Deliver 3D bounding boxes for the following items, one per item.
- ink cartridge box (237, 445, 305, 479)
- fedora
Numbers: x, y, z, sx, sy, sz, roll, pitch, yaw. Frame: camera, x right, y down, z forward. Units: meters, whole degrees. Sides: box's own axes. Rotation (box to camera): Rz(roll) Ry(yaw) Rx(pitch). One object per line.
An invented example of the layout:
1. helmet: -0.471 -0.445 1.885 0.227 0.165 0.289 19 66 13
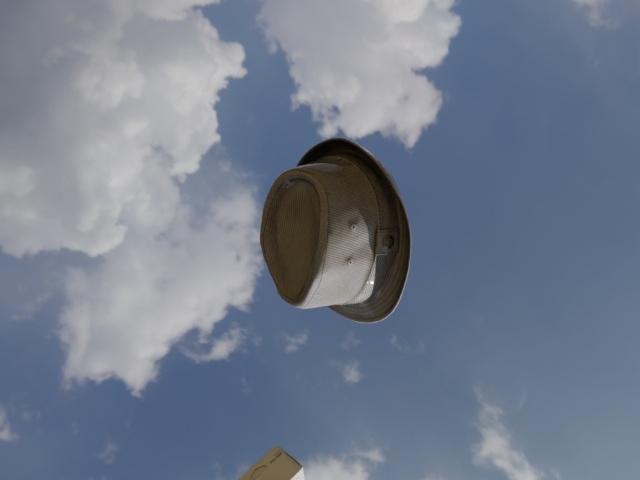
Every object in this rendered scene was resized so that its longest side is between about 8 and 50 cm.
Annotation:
1. ink cartridge box: -0.070 0.378 0.798 0.056 0.135 0.099 25 -135 36
2. fedora: 0.000 0.000 0.782 0.243 0.124 0.276 30 -59 38
